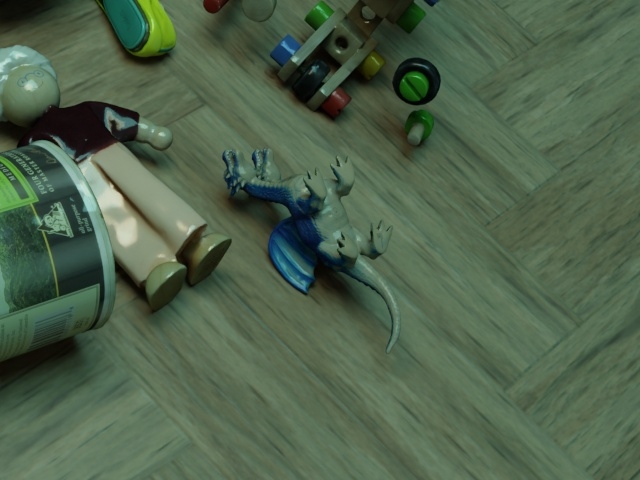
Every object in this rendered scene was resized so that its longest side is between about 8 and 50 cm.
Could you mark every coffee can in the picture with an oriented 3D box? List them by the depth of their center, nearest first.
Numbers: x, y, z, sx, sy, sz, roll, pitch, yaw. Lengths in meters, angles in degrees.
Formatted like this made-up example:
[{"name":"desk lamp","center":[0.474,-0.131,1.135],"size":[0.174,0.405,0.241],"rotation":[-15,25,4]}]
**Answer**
[{"name":"coffee can","center":[-0.365,0.033,1.398],"size":[0.275,0.201,0.201],"rotation":[-20,63,-33]}]

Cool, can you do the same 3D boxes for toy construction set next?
[{"name":"toy construction set","center":[0.034,-0.312,1.842],"size":[0.308,0.258,0.237],"rotation":[18,32,6]}]

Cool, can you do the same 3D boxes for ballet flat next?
[{"name":"ballet flat","center":[-0.246,-0.319,1.814],"size":[0.077,0.077,0.231],"rotation":[-2,54,-48]}]

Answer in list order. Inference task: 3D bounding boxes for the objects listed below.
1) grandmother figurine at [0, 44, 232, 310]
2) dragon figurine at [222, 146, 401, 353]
[{"name":"grandmother figurine","center":[-0.249,-0.086,1.606],"size":[0.342,0.104,0.208],"rotation":[45,43,12]},{"name":"dragon figurine","center":[0.000,0.000,1.639],"size":[0.085,0.144,0.289],"rotation":[-30,88,-38]}]
